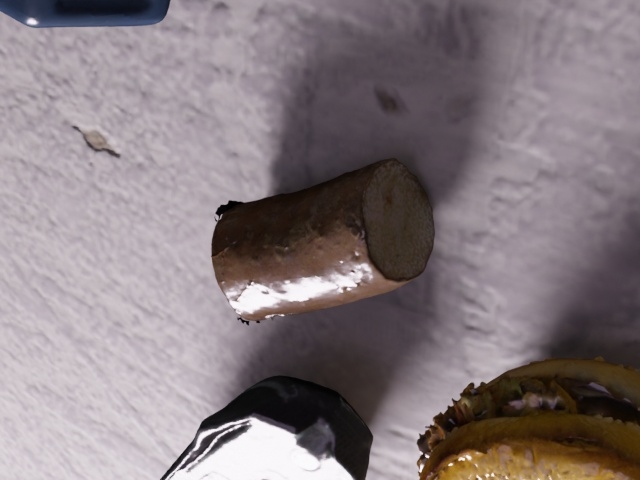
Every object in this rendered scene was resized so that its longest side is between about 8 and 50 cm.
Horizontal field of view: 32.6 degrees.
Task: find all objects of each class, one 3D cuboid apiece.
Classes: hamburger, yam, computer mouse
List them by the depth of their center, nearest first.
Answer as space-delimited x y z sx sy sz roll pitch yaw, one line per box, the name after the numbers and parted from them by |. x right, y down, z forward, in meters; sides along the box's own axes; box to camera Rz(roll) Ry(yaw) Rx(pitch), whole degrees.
0.143 0.155 0.638 0.191 0.118 0.182 16 118 19 | hamburger
-0.001 0.003 0.671 0.127 0.084 0.084 -13 107 38 | yam
-0.034 0.159 0.779 0.126 0.071 0.231 32 138 -4 | computer mouse

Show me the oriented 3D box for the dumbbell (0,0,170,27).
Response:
-0.114 -0.272 0.555 0.144 0.160 0.325 12 127 -10 | dumbbell
